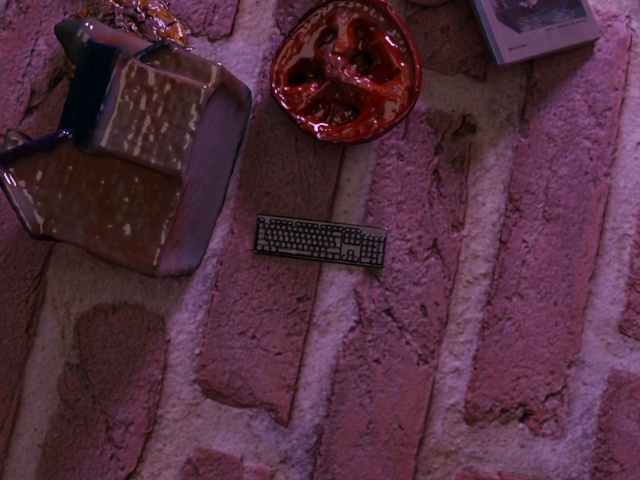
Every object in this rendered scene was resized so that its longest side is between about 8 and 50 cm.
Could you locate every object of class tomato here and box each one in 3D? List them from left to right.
[{"bbox_3d":[0.040,-0.246,1.269,0.227,0.101,0.228,-1,84,9],"label":"tomato"}]

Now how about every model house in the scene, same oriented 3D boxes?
[{"bbox_3d":[-0.282,-0.131,1.187,0.280,0.245,0.312,19,94,9],"label":"model house"}]

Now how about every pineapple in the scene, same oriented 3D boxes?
[{"bbox_3d":[-0.295,-0.284,1.284,0.224,0.076,0.225,0,86,2],"label":"pineapple"}]

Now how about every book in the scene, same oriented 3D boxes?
[{"bbox_3d":[0.292,-0.407,1.278,0.214,0.025,0.283,-20,87,-26],"label":"book"}]

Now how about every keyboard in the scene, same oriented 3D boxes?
[{"bbox_3d":[0.000,0.000,1.289,0.198,0.010,0.064,6,87,1],"label":"keyboard"}]

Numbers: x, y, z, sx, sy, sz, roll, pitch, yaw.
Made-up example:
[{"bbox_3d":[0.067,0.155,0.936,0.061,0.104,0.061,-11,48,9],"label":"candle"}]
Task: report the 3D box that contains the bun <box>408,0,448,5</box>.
[{"bbox_3d":[0.164,-0.428,1.286,0.138,0.094,0.138,0,87,-2],"label":"bun"}]
